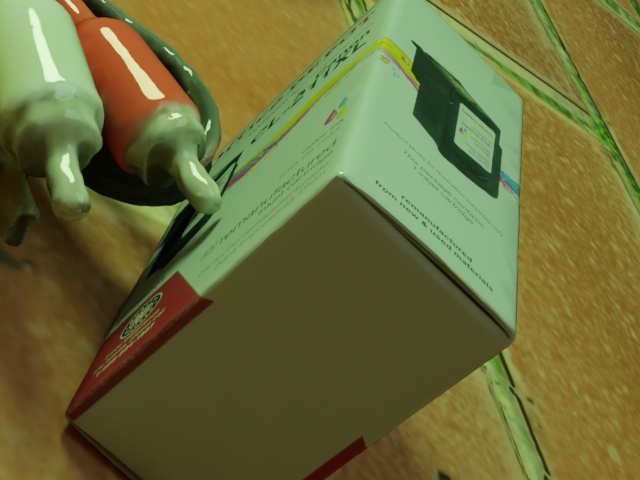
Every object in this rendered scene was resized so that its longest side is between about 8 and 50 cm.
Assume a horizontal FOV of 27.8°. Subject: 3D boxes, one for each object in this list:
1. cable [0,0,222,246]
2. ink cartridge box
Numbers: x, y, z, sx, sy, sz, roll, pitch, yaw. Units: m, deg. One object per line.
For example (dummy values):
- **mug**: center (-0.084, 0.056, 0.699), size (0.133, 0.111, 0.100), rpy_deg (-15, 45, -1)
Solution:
- **cable**: center (-0.116, -0.111, 0.460), size (0.139, 0.072, 0.287), rpy_deg (-2, 57, -38)
- **ink cartridge box**: center (0.000, 0.000, 0.448), size (0.072, 0.127, 0.175), rpy_deg (42, 26, -14)
